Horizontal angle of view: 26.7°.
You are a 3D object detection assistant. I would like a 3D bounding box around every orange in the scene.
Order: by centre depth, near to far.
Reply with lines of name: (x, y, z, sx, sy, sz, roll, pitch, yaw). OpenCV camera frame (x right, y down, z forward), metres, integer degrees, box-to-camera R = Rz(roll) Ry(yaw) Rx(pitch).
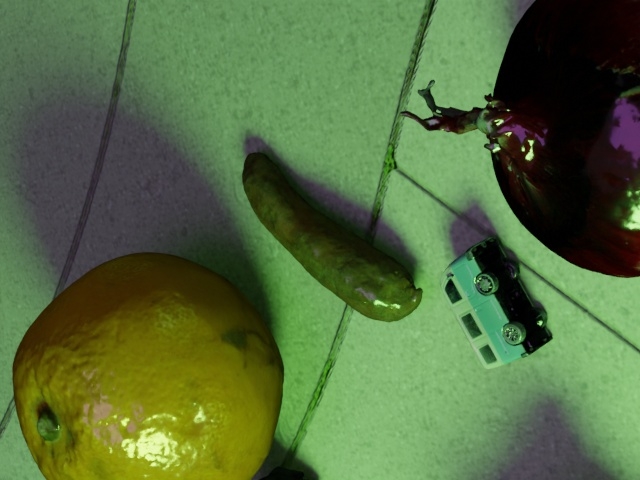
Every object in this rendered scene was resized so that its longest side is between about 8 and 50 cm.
orange: (-0.191, 0.167, 1.515, 0.312, 0.312, 0.312, 9, 107, 33)

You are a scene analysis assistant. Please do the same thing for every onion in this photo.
onion: (0.227, -0.099, 1.173, 0.273, 0.285, 0.273, 177, 90, -70)

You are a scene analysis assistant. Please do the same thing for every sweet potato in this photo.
sweet potato: (0.000, 0.000, 1.482, 0.273, 0.075, 0.075, 40, 121, 26)

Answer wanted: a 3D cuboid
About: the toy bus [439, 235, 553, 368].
toy bus: (0.173, 0.066, 1.379, 0.075, 0.060, 0.123, -32, 85, 40)

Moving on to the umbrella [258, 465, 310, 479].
umbrella: (-0.089, 0.380, 1.620, 0.122, 0.110, 0.272, 42, 126, 19)
